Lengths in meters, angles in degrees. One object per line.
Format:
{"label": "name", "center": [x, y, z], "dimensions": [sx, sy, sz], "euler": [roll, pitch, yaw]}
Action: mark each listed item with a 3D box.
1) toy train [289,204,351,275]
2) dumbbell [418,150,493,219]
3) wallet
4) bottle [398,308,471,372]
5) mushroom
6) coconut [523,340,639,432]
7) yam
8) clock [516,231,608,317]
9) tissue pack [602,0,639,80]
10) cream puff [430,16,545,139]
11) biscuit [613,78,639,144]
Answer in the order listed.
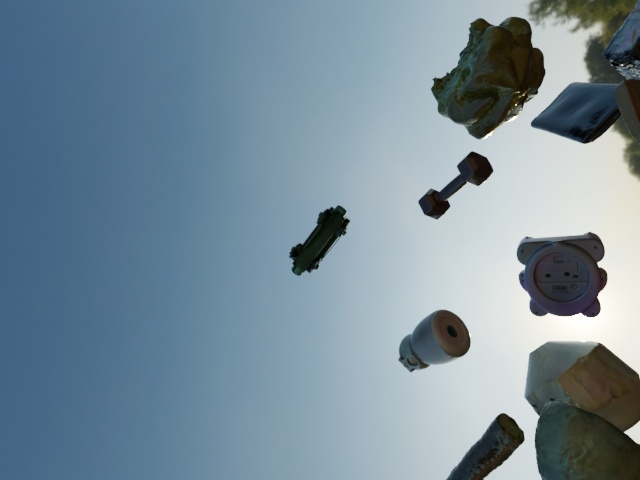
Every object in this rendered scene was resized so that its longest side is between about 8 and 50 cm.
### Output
{"label": "toy train", "center": [0.000, 0.000, 0.862], "dimensions": [0.070, 0.172, 0.099], "euler": [39, -171, 5]}
{"label": "dumbbell", "center": [0.369, -0.147, 1.139], "dimensions": [0.082, 0.231, 0.092], "euler": [-6, -115, -30]}
{"label": "wallet", "center": [0.712, -0.355, 1.122], "dimensions": [0.044, 0.170, 0.321], "euler": [37, -160, -12]}
{"label": "bottle", "center": [0.332, 0.323, 1.264], "dimensions": [0.148, 0.236, 0.147], "euler": [16, -129, -20]}
{"label": "mushroom", "center": [0.587, 0.498, 0.897], "dimensions": [0.164, 0.190, 0.267], "euler": [-49, -55, -29]}
{"label": "coconut", "center": [0.869, 0.496, 1.389], "dimensions": [0.353, 0.353, 0.352], "euler": [7, -100, -48]}
{"label": "yam", "center": [0.405, 0.588, 1.063], "dimensions": [0.081, 0.081, 0.356], "euler": [-20, -42, -48]}
{"label": "clock", "center": [0.711, 0.106, 1.212], "dimensions": [0.090, 0.228, 0.247], "euler": [-29, -69, -56]}
{"label": "tissue pack", "center": [0.901, -0.482, 1.023], "dimensions": [0.332, 0.123, 0.245], "euler": [26, -83, -21]}
{"label": "cream puff", "center": [0.483, -0.422, 1.139], "dimensions": [0.274, 0.323, 0.269], "euler": [2, -122, -16]}
{"label": "biscuit", "center": [0.557, -0.171, 0.646], "dimensions": [0.142, 0.029, 0.220], "euler": [-32, -98, -25]}
